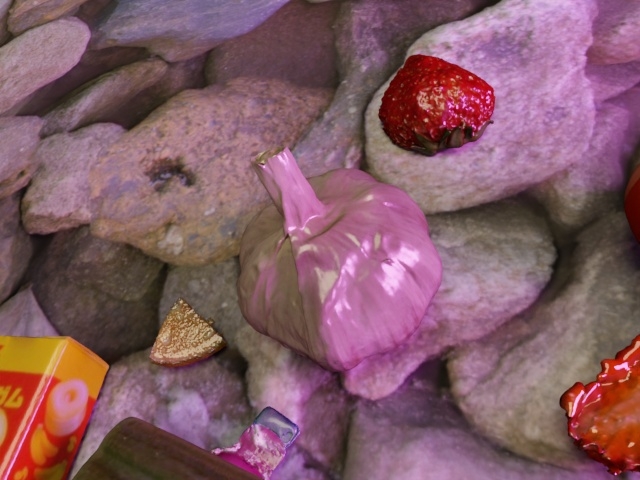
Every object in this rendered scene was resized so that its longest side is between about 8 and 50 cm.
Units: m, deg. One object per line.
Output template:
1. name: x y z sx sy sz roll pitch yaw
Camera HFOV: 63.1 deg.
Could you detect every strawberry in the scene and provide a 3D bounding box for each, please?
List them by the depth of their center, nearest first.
1. strawberry: 0.288 0.126 0.416 0.188 0.082 0.121 -28 35 7
2. strawberry: 0.147 -0.193 0.681 0.147 0.082 0.187 -16 48 -5

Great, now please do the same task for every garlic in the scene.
1. garlic: 0.000 0.000 0.494 0.219 0.212 0.218 -11 51 14

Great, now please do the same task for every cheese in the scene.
1. cheese: -0.078 0.216 0.468 0.095 0.038 0.145 27 60 28

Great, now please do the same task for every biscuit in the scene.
1. biscuit: -0.069 0.223 0.399 0.323 0.038 0.099 15 48 27

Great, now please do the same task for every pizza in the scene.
1. pizza: -0.145 0.101 0.575 0.083 0.025 0.078 -12 58 -2

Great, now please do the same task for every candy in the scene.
1. candy: -0.330 0.229 0.496 0.146 0.088 0.276 -2 56 15

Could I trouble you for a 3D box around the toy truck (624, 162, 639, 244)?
1. toy truck: 0.397 0.000 0.407 0.265 0.189 0.239 -2 64 14
